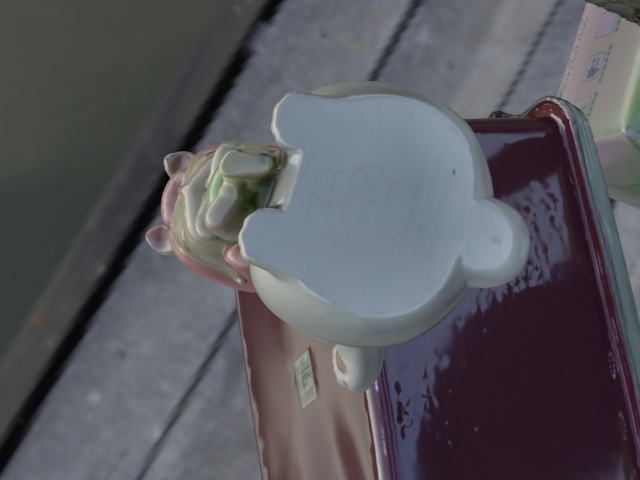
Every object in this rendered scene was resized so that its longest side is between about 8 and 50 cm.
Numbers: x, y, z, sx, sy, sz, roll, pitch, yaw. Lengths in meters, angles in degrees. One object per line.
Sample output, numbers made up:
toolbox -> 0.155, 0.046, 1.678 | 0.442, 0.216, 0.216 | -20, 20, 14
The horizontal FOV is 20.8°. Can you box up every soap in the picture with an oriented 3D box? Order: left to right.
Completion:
soap -> 0.286, -0.118, 1.286 | 0.138, 0.182, 0.199 | -11, 58, 69

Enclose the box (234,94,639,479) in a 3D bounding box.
box -> 0.062, 0.073, 0.965 | 0.193, 0.167, 0.294 | -43, 52, 55

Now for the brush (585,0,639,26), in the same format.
brush -> 0.167, -0.127, 0.883 | 0.043, 0.248, 0.036 | 19, 98, 27

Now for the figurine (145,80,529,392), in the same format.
figurine -> 0.003, -0.010, 0.522 | 0.098, 0.146, 0.081 | 37, 82, -2
